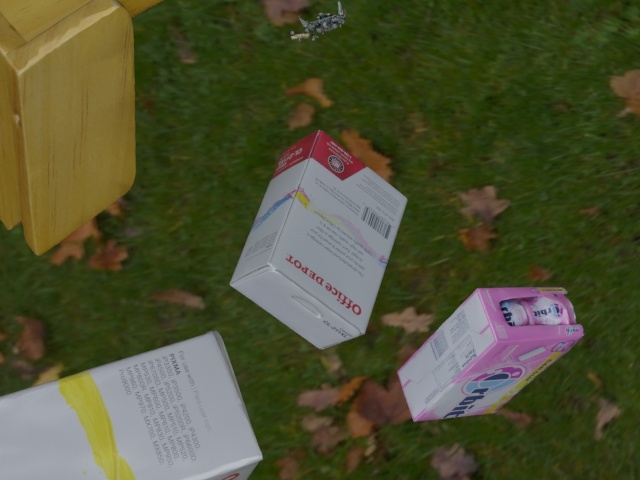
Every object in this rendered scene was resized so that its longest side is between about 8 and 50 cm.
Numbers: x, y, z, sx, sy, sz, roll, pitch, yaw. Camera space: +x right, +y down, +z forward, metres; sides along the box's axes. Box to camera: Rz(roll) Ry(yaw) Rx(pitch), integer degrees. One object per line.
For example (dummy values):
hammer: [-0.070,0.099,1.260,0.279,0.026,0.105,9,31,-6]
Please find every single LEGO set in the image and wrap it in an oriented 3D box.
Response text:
LEGO set: [0.002,-0.221,1.359,0.054,0.083,0.023,-8,78,-14]

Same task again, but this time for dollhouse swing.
dollhouse swing: [-0.240,-0.237,1.343,0.347,0.305,0.315,46,146,35]

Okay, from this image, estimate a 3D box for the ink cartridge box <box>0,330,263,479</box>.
ink cartridge box: [-0.282,0.262,1.436,0.384,0.279,0.160,-17,72,-21]

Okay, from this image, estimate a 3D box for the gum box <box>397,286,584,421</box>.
gum box: [0.172,0.114,1.338,0.188,0.107,0.062,-53,47,48]

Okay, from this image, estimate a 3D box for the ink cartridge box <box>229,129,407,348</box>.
ink cartridge box: [0.000,0.000,1.305,0.127,0.175,0.072,38,143,-24]
